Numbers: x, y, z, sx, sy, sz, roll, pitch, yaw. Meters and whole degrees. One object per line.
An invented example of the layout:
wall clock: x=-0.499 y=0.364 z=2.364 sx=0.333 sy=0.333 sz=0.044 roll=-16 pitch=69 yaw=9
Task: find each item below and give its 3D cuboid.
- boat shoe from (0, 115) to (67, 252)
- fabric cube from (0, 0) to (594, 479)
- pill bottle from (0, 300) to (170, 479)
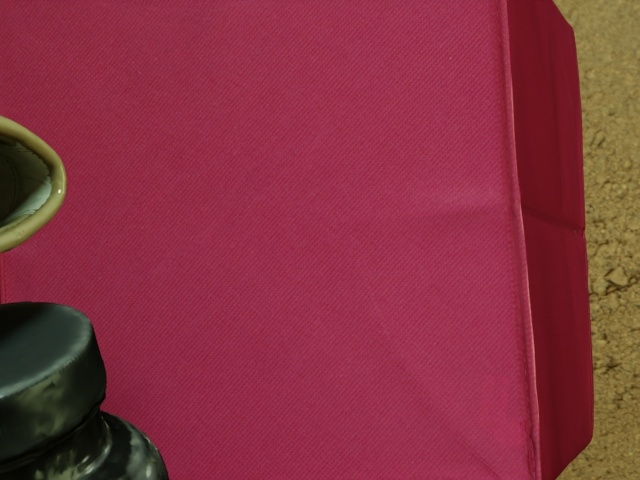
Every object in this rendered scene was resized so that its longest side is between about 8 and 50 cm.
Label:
boat shoe: x=-0.173 y=-0.019 z=0.403 sx=0.285 sy=0.089 sz=0.105 roll=-24 pitch=110 yaw=-73
fabric cube: x=0.000 y=0.000 z=0.723 sx=0.258 sy=0.254 sz=0.259 roll=8 pitch=79 yaw=-75
pill bottle: x=-0.109 y=0.141 z=0.537 sx=0.123 sy=0.122 sz=0.219 roll=-59 pitch=142 yaw=-65
